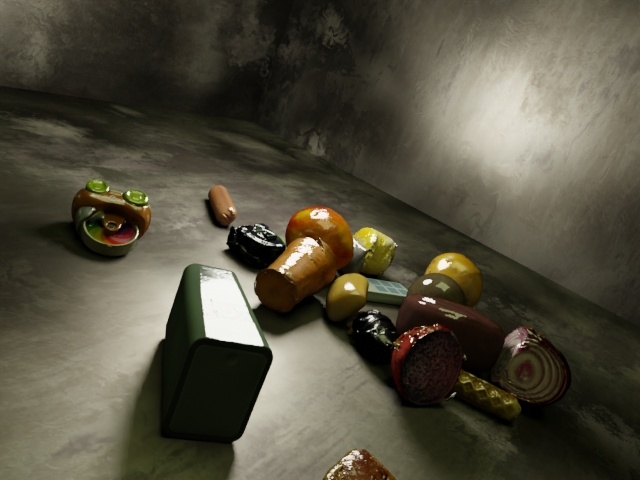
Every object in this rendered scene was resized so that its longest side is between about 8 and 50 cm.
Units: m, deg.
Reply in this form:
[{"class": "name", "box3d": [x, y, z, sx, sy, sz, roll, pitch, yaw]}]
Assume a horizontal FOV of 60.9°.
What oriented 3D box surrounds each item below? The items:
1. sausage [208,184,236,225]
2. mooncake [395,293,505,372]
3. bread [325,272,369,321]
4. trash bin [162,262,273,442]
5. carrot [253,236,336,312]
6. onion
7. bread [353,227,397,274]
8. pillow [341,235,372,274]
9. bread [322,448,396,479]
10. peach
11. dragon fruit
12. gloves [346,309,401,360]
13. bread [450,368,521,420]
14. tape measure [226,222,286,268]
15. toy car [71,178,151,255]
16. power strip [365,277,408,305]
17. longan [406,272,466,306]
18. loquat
[{"class": "sausage", "box3d": [-0.391, -0.144, 2.156, 0.086, 0.086, 0.289, 14, 19, -24]}, {"class": "mooncake", "box3d": [0.417, 0.283, 1.731, 0.325, 0.174, 0.334, 21, 7, 26]}, {"class": "bread", "box3d": [0.081, 0.169, 1.736, 0.098, 0.147, 0.217, 59, 11, -11]}, {"class": "trash bin", "box3d": [-0.239, 0.213, 1.144, 0.158, 0.223, 0.343, 14, 19, -25]}, {"class": "carrot", "box3d": [-0.072, 0.115, 1.675, 0.196, 0.196, 0.254, 26, 25, 9]}, {"class": "onion", "box3d": [0.653, 0.400, 1.687, 0.207, 0.216, 0.206, 36, 4, 8]}, {"class": "bread", "box3d": [0.195, 0.049, 2.153, 0.170, 0.197, 0.197, 20, 17, -28]}, {"class": "pillow", "box3d": [0.089, 0.033, 2.092, 0.059, 0.169, 0.255, 14, 22, -40]}, {"class": "bread", "box3d": [0.052, 0.476, 0.978, 0.139, 0.077, 0.271, 35, 19, 24]}, {"class": "peach", "box3d": [0.000, 0.000, 1.970, 0.281, 0.238, 0.281, 25, 12, -6]}, {"class": "dragon fruit", "box3d": [0.265, 0.319, 1.475, 0.223, 0.219, 0.148, 11, 6, -31]}, {"class": "gloves", "box3d": [0.155, 0.270, 1.621, 0.164, 0.124, 0.203, 29, 16, -51]}, {"class": "bread", "box3d": [0.398, 0.406, 1.559, 0.367, 0.084, 0.077, 28, 59, 10]}, {"class": "tape measure", "box3d": [-0.206, 0.014, 1.900, 0.186, 0.112, 0.199, 34, 23, 26]}, {"class": "toy car", "box3d": [-0.620, -0.049, 1.590, 0.235, 0.145, 0.235, 18, 36, -14]}, {"class": "power strip", "box3d": [0.222, 0.186, 2.013, 0.270, 0.046, 0.118, 11, 22, -30]}, {"class": "longan", "box3d": [0.414, 0.215, 1.935, 0.212, 0.198, 0.198, 34, 21, 10]}, {"class": "loquat", "box3d": [0.510, 0.168, 2.109, 0.235, 0.235, 0.235, 20, 19, -7]}]
